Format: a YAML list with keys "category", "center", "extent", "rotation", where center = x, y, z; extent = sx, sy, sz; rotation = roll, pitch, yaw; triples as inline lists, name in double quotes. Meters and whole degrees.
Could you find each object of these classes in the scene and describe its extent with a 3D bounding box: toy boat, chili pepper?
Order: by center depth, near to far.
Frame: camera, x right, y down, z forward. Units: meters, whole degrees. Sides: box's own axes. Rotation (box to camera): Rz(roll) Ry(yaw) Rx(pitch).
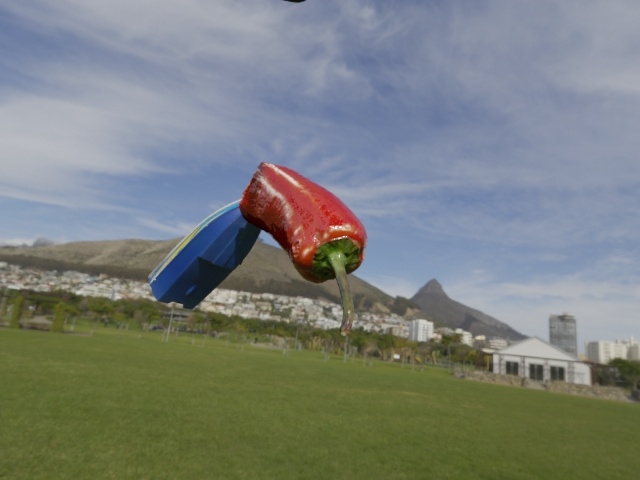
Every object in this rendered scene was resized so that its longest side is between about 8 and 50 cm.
- category: "chili pepper"
  center: [0.004, -0.003, 0.655]
  extent: [0.131, 0.135, 0.338]
  rotation: [16, 20, -47]
- category: "toy boat"
  center: [-0.209, 0.013, 0.824]
  extent: [0.295, 0.088, 0.129]
  rotation: [-43, -41, 17]

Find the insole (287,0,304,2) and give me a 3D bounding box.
- category: "insole"
  center: [-0.176, -0.588, 0.908]
  extent: [0.327, 0.007, 0.111]
  rotation: [14, -23, 6]
